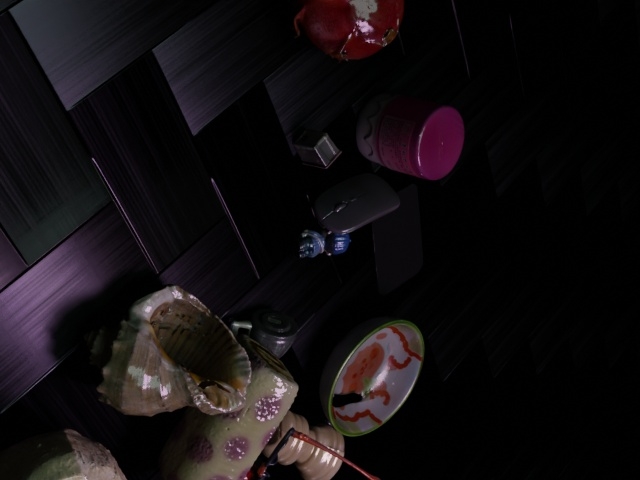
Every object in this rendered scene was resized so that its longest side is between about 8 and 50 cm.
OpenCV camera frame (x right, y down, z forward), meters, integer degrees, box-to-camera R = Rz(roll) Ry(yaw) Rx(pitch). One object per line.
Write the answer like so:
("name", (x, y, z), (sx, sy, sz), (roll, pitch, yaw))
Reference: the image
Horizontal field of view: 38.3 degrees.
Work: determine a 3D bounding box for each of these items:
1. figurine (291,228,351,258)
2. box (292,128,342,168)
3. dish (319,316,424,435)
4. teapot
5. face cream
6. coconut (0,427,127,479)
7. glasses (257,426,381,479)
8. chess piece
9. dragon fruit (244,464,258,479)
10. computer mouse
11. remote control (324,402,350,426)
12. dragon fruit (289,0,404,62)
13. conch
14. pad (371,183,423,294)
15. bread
("figurine", (0.005, 0.003, 2.092), (0.136, 0.079, 0.077), (-24, 125, -38))
("box", (-0.009, -0.200, 1.988), (0.060, 0.085, 0.063), (-48, 130, -21))
("dish", (0.106, 0.320, 2.312), (0.324, 0.124, 0.324), (-23, 128, -33))
("teapot", (-0.127, 0.223, 2.029), (0.149, 0.111, 0.108), (-13, 129, -49))
("face cream", (0.204, -0.241, 2.111), (0.175, 0.195, 0.175), (-21, 120, -42))
("coconut", (-0.481, 0.487, 1.652), (0.297, 0.255, 0.297), (-6, 102, -28))
("glasses", (-0.018, 0.567, 2.075), (0.118, 0.268, 0.234), (-62, 177, -77))
("chess piece", (-0.076, 0.478, 2.198), (0.139, 0.124, 0.307), (-41, 136, 14))
("dragon fruit", (-0.193, 0.560, 2.134), (0.094, 0.094, 0.190), (-37, 152, -31))
("computer mouse", (0.088, -0.089, 2.120), (0.232, 0.120, 0.057), (-25, 155, -37))
("remote control", (0.049, 0.458, 2.387), (0.096, 0.014, 0.039), (-33, 128, -35))
("dragon fruit", (0.055, -0.479, 1.834), (0.250, 0.250, 0.315), (-35, 146, -32))
("conch", (-0.298, 0.228, 1.788), (0.324, 0.186, 0.263), (31, 70, -23))
("pad", (0.199, -0.001, 2.355), (0.181, 0.004, 0.267), (-30, 126, -35))
("bread", (-0.197, 0.378, 1.913), (0.155, 0.187, 0.338), (31, 96, -26))
